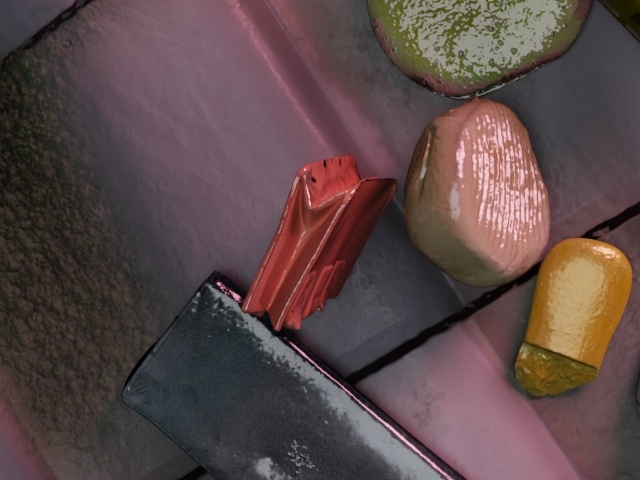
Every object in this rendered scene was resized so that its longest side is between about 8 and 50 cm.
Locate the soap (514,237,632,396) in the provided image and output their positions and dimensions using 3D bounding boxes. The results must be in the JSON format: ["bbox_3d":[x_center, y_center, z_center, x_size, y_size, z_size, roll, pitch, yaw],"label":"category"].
[{"bbox_3d":[0.246,0.081,1.037,0.089,0.033,0.168,15,100,16],"label":"soap"}]

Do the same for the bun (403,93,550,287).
[{"bbox_3d":[0.136,-0.043,0.999,0.113,0.173,0.166,-14,128,41],"label":"bun"}]

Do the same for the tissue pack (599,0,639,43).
[{"bbox_3d":[0.281,-0.316,0.904,0.200,0.167,0.274,-44,91,8],"label":"tissue pack"}]

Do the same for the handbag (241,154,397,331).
[{"bbox_3d":[0.000,0.000,1.001,0.059,0.212,0.157,28,102,10],"label":"handbag"}]

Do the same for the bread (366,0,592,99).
[{"bbox_3d":[0.151,-0.252,1.030,0.229,0.033,0.228,1,95,13],"label":"bread"}]

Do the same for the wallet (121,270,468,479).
[{"bbox_3d":[-0.024,0.214,1.117,0.379,0.046,0.190,40,105,7],"label":"wallet"}]

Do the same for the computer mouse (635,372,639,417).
[{"bbox_3d":[0.416,0.165,0.900,0.371,0.122,0.188,41,113,38],"label":"computer mouse"}]
